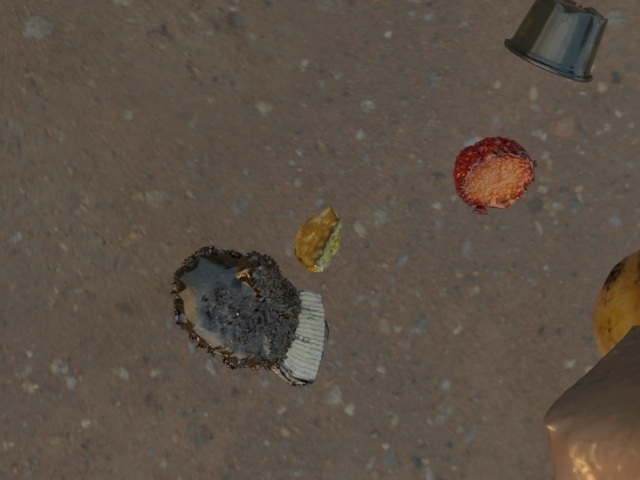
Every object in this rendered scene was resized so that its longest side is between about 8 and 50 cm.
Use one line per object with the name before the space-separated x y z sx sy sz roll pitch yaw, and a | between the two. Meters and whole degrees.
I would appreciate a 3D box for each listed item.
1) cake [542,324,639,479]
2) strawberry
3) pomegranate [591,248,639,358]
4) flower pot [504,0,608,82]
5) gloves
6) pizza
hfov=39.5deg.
cake | 0.389 0.216 0.858 0.308 0.230 0.237 -27 104 -40
strawberry | 0.295 -0.118 1.528 0.145 0.086 0.145 -1 128 -2
pomegranate | 0.524 0.126 1.247 0.281 0.281 0.281 -6 108 -19
flower pot | 0.394 -0.337 1.454 0.157 0.157 0.107 12 118 -24
gloves | -0.115 0.124 1.544 0.312 0.135 0.210 22 91 -32
pizza | 0.000 0.000 1.406 0.036 0.160 0.099 40 97 -23
